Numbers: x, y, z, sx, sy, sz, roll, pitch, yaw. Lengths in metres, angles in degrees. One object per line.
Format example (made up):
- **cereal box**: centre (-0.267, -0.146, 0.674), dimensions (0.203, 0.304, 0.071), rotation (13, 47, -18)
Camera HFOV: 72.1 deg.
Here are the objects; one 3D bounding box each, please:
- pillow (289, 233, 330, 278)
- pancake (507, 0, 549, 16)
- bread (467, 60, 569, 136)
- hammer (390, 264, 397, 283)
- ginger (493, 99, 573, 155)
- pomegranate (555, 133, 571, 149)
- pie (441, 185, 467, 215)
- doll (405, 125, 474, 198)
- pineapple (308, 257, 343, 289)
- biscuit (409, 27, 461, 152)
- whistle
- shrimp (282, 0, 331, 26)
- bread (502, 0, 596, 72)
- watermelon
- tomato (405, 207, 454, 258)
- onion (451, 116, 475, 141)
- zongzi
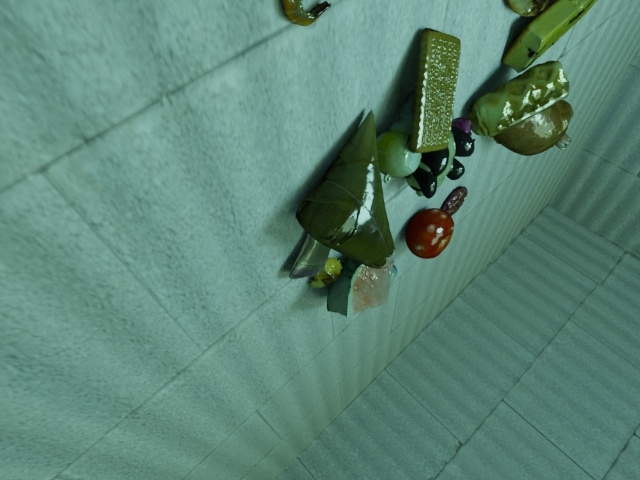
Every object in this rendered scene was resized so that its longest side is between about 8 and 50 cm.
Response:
- **pillow**: centre (0.000, 0.000, 1.102), dimensions (0.131, 0.038, 0.232), rotation (2, 120, -49)
- **pancake**: centre (0.515, -0.659, 1.029), dimensions (0.266, 0.057, 0.244), rotation (-29, 139, -43)
- **bread**: centre (0.557, -0.400, 1.272), dimensions (0.268, 0.129, 0.152), rotation (-29, 148, 10)
- **hammer**: centre (0.194, 0.137, 1.571), dimensions (0.194, 0.069, 0.116), rotation (-4, 131, -49)
- **ginger**: centre (0.688, -0.385, 1.454), dimensions (0.269, 0.223, 0.200), rotation (-35, 172, -38)
- **pomegranate**: centre (0.861, -0.425, 1.681), dimensions (0.180, 0.209, 0.180), rotation (-42, 169, -10)
- **pie**: centre (0.527, -0.149, 1.730), dimensions (0.155, 0.036, 0.154), rotation (-37, 153, -23)
- **doll**: centre (0.310, -0.212, 1.192), dimensions (0.144, 0.135, 0.234), rotation (-30, 149, -19)
- **pineapple**: centre (0.011, 0.103, 1.237), dimensions (0.114, 0.077, 0.114), rotation (0, 139, -52)
- **biscuit**: centre (0.259, -0.326, 0.974), dimensions (0.172, 0.029, 0.254), rotation (-19, 117, -47)
- **whistle**: centre (0.182, -0.239, 1.024), dimensions (0.123, 0.123, 0.222), rotation (23, 85, -63)
- **shrimp**: centre (-0.007, -0.366, 0.619), dimensions (0.091, 0.025, 0.127), rotation (-8, 137, -54)
- **bread**: centre (0.673, -0.625, 1.242), dimensions (0.361, 0.077, 0.138), rotation (-41, 170, -15)
- **watermelon**: centre (0.113, 0.132, 1.312), dimensions (0.260, 0.176, 0.255), rotation (6, 122, -54)
- **tomato**: centre (0.385, -0.028, 1.557), dimensions (0.195, 0.136, 0.195), rotation (-36, 148, -26)
- **onion**: centre (0.386, -0.292, 1.242), dimensions (0.115, 0.105, 0.115), rotation (-61, 169, -21)
- **zongzi**: centre (0.117, -0.101, 1.009), dimensions (0.274, 0.145, 0.299), rotation (28, 90, -47)
